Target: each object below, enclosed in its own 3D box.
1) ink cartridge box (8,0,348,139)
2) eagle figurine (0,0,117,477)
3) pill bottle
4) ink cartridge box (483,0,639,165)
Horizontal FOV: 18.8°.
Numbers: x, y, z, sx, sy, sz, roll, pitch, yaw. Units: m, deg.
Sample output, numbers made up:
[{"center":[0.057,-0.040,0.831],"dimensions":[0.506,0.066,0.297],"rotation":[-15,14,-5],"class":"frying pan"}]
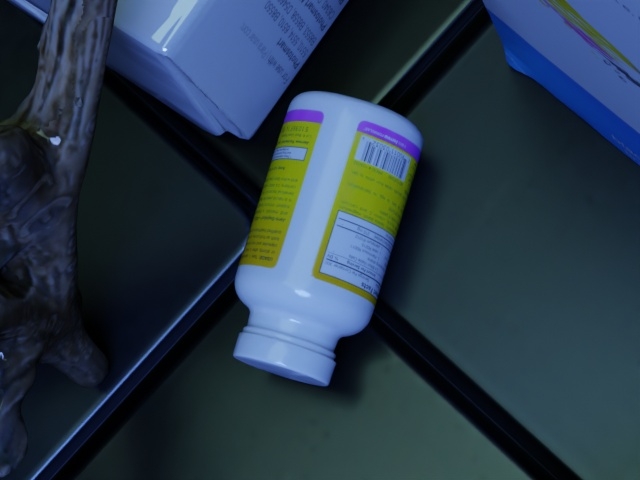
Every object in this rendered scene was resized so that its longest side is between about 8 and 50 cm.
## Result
[{"center":[-0.034,-0.158,0.613],"dimensions":[0.148,0.086,0.203],"rotation":[33,85,20],"class":"ink cartridge box"},{"center":[-0.207,-0.030,0.577],"dimensions":[0.298,0.225,0.226],"rotation":[17,95,8],"class":"eagle figurine"},{"center":[0.000,0.000,0.585],"dimensions":[0.043,0.043,0.083],"rotation":[15,80,18],"class":"pill bottle"},{"center":[0.142,-0.098,0.473],"dimensions":[0.168,0.232,0.171],"rotation":[42,89,21],"class":"ink cartridge box"}]
